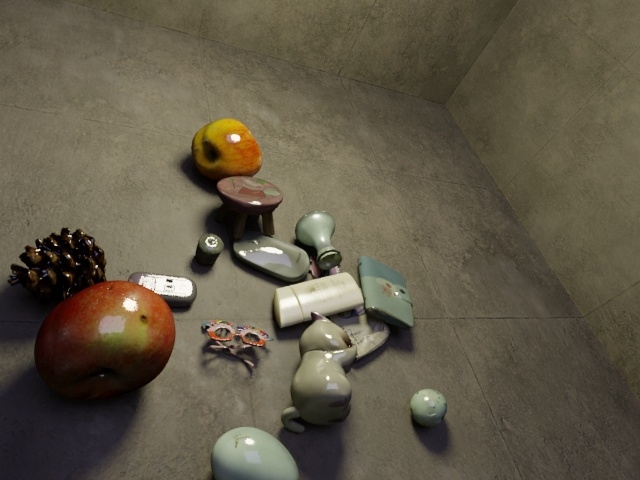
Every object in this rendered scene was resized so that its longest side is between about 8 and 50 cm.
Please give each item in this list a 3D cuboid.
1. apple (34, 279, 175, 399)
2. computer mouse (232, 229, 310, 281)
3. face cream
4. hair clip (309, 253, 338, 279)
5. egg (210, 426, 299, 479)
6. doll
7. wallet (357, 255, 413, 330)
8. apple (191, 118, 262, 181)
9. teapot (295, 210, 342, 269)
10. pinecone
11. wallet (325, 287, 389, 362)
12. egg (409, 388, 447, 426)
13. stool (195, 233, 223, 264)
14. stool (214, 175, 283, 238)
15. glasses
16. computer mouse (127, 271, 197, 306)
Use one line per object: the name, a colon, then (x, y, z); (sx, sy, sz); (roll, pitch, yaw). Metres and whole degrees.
apple: (-0.583, 0.270, 1.248); (0.349, 0.348, 0.277); (5, 44, -27)
computer mouse: (-0.196, 0.053, 1.854); (0.331, 0.095, 0.197); (22, 39, -11)
face cream: (-0.020, 0.226, 1.752); (0.349, 0.081, 0.173); (-11, 48, -21)
hair clip: (0.018, 0.129, 1.944); (0.146, 0.056, 0.187); (20, 35, -12)
egg: (-0.180, 0.631, 1.257); (0.264, 0.183, 0.183); (32, 42, -9)
doll: (0.015, 0.441, 1.510); (0.226, 0.215, 0.370); (-1, 42, 18)
wallet: (0.283, 0.220, 1.937); (0.252, 0.083, 0.360); (25, 31, -18)
apple: (-0.423, -0.384, 1.989); (0.302, 0.301, 0.301); (16, 45, -17)
teapot: (0.000, 0.000, 1.939); (0.184, 0.183, 0.251); (2, 46, -29)
pinecone: (-0.781, 0.093, 1.374); (0.243, 0.243, 0.257); (34, 47, 2)
wallet: (0.133, 0.316, 1.814); (0.275, 0.068, 0.335); (-13, 55, -39)
egg: (0.405, 0.612, 1.659); (0.164, 0.131, 0.131); (-2, 52, -40)
stool: (-0.426, 0.036, 1.717); (0.096, 0.110, 0.096); (17, 45, -18)
stool: (-0.300, -0.138, 1.864); (0.272, 0.178, 0.272); (11, 28, -6)
glasses: (-0.288, 0.343, 1.557); (0.255, 0.095, 0.162); (16, 17, -15)
computer mouse: (-0.547, 0.169, 1.562); (0.232, 0.057, 0.120); (9, 47, -27)
